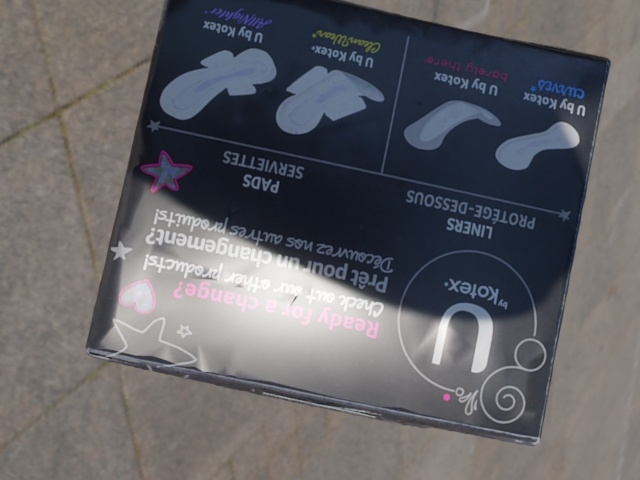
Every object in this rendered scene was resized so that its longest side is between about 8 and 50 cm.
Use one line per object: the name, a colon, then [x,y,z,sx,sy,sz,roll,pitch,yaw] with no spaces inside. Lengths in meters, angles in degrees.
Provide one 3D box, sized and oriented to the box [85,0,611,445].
box: [0.000,0.000,0.457,0.247,0.163,0.142,130,-29,-82]
